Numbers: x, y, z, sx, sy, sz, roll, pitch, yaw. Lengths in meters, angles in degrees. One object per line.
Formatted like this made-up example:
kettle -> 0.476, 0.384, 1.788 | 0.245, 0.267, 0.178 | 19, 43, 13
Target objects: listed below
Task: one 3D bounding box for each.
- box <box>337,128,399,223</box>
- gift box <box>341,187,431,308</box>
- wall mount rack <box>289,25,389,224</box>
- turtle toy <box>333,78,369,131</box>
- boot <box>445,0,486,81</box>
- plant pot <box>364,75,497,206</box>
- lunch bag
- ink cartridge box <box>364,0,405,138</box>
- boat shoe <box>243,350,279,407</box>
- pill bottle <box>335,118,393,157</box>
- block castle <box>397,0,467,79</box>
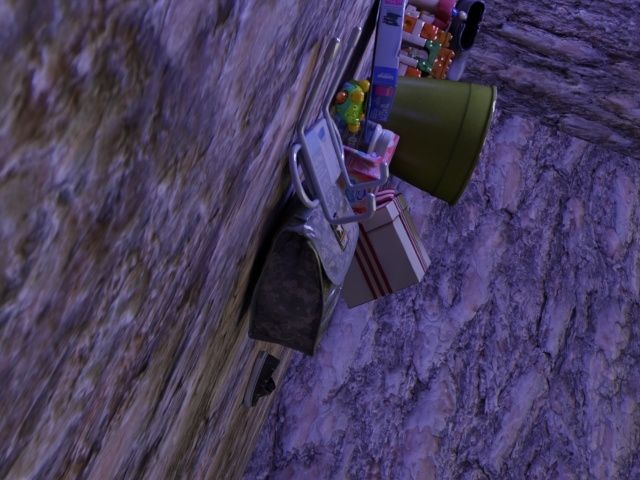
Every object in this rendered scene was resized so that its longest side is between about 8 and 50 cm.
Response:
box -> 0.094, -0.189, 1.720 | 0.300, 0.154, 0.142 | -64, 173, -56
gift box -> 0.141, 0.009, 1.847 | 0.255, 0.258, 0.276 | -23, -174, 16
wall mount rack -> 0.034, -0.206, 1.178 | 0.350, 0.130, 0.304 | -61, 137, -65
turtle toy -> 0.065, -0.298, 1.402 | 0.130, 0.066, 0.095 | -66, 168, -47
boot -> 0.513, -0.726, 2.426 | 0.223, 0.118, 0.338 | -82, 178, -61
plant pot -> 0.280, -0.329, 1.935 | 0.366, 0.353, 0.366 | 18, 90, -88
lunch bag -> -0.024, 0.034, 1.287 | 0.235, 0.169, 0.287 | -66, 169, -55
ink cartridge box -> 0.146, -0.405, 1.494 | 0.186, 0.065, 0.311 | 92, 7, -75
boat shoe -> -0.165, 0.412, 1.907 | 0.080, 0.076, 0.228 | -62, 172, -57
pill bottle -> 0.102, -0.255, 1.592 | 0.078, 0.137, 0.078 | 21, 90, -85
block castle -> 0.348, -0.626, 2.347 | 0.303, 0.212, 0.453 | 1, 111, -85
